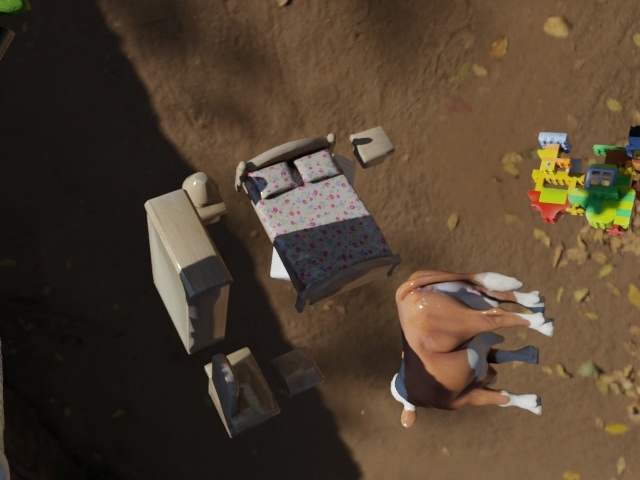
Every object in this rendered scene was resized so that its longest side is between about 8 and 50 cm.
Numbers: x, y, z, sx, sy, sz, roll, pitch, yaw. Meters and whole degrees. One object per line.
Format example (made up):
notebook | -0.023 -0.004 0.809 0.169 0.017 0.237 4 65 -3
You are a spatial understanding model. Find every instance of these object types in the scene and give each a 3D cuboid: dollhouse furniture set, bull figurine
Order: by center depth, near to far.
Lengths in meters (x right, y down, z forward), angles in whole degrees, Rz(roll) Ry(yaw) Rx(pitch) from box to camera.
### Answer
dollhouse furniture set | 0.000 0.000 0.857 0.303 0.355 0.174 60 159 22
bull figurine | 0.171 0.139 0.910 0.188 0.101 0.310 -1 145 10

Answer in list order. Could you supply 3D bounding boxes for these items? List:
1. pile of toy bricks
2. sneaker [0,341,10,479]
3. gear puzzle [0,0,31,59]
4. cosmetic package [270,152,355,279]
pile of toy bricks | 0.326 -0.054 0.836 0.212 0.105 0.118 8 162 32
sneaker | -0.286 0.139 0.595 0.091 0.094 0.258 21 122 53
gear puzzle | -0.208 -0.189 0.376 0.175 0.044 0.339 33 95 -3
cosmetic package | -0.012 -0.039 1.390 0.117 0.085 0.231 1 81 37
